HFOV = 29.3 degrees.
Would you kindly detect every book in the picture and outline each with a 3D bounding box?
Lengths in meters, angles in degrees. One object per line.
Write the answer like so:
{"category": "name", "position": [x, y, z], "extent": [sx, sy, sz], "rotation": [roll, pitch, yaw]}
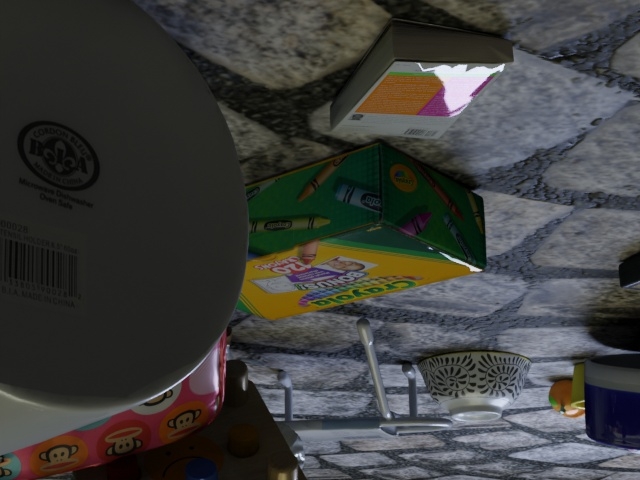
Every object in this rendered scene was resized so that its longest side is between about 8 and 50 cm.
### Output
{"category": "book", "position": [0.075, -0.117, 0.941], "extent": [0.096, 0.035, 0.144], "rotation": [3, 161, -18]}

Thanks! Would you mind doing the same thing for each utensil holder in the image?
{"category": "utensil holder", "position": [-0.287, 0.008, 0.883], "extent": [0.328, 0.327, 0.385], "rotation": [18, 151, -41]}

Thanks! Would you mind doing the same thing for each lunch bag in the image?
{"category": "lunch bag", "position": [-0.247, 0.119, 1.322], "extent": [0.293, 0.120, 0.258], "rotation": [-13, 130, -24]}

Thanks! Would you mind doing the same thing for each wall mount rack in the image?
{"category": "wall mount rack", "position": [0.001, 0.207, 1.721], "extent": [0.350, 0.130, 0.304], "rotation": [-6, 163, 16]}

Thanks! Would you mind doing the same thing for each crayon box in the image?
{"category": "crayon box", "position": [0.000, 0.000, 1.191], "extent": [0.278, 0.081, 0.165], "rotation": [-16, 154, 38]}

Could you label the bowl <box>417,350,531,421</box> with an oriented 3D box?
{"category": "bowl", "position": [0.229, 0.222, 1.811], "extent": [0.170, 0.080, 0.170], "rotation": [0, 161, 0]}

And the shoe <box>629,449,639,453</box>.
{"category": "shoe", "position": [0.533, 0.323, 2.120], "extent": [0.081, 0.063, 0.178], "rotation": [2, 155, -1]}

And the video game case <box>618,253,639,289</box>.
{"category": "video game case", "position": [0.499, 0.015, 1.295], "extent": [0.248, 0.035, 0.275], "rotation": [8, 160, -21]}

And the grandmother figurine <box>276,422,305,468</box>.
{"category": "grandmother figurine", "position": [-0.181, 0.248, 1.685], "extent": [0.342, 0.104, 0.207], "rotation": [19, 120, 14]}

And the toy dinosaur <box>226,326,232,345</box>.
{"category": "toy dinosaur", "position": [-0.213, 0.160, 1.570], "extent": [0.211, 0.112, 0.064], "rotation": [-39, 142, 9]}

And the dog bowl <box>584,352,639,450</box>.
{"category": "dog bowl", "position": [0.484, 0.212, 1.623], "extent": [0.265, 0.104, 0.265], "rotation": [1, 180, 0]}

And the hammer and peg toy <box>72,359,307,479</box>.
{"category": "hammer and peg toy", "position": [-0.209, 0.284, 1.433], "extent": [0.361, 0.266, 0.127], "rotation": [-11, 124, -20]}

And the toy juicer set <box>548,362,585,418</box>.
{"category": "toy juicer set", "position": [0.512, 0.261, 1.899], "extent": [0.329, 0.089, 0.209], "rotation": [5, 160, -13]}
